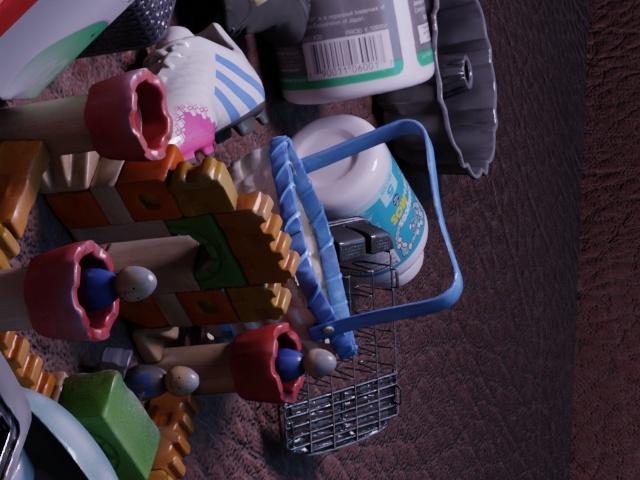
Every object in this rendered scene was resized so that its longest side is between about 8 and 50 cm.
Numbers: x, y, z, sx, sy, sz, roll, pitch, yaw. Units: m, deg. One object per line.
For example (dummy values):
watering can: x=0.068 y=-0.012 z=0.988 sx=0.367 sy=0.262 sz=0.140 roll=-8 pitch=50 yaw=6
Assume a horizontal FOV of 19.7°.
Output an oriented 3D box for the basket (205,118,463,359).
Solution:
basket: x=0.000 y=0.000 z=2.032 sx=0.201 sy=0.289 sz=0.255 roll=57 pitch=19 yaw=-48

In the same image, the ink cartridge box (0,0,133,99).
ink cartridge box: x=-0.237 y=-0.198 z=1.602 sx=0.056 sy=0.181 sz=0.225 roll=48 pitch=11 yaw=1

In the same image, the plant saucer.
plant saucer: x=-0.218 y=0.190 z=1.581 sx=0.037 sy=0.195 sz=0.195 roll=-38 pitch=127 yaw=-25

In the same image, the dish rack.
dish rack: x=0.009 y=0.120 z=2.257 sx=0.208 sy=0.074 sz=0.271 roll=-13 pitch=105 yaw=-36

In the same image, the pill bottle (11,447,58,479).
pill bottle: x=-0.252 y=0.266 z=1.554 sx=0.117 sy=0.117 sz=0.208 roll=-71 pitch=147 yaw=-49

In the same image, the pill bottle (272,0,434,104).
pill bottle: x=0.020 y=-0.366 z=2.344 sx=0.204 sy=0.204 sz=0.361 roll=-35 pitch=117 yaw=-67

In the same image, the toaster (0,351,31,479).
toaster: x=-0.318 y=0.141 z=1.425 sx=0.185 sy=0.110 sz=0.168 roll=-76 pitch=153 yaw=-43

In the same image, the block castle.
block castle: x=-0.151 y=0.087 z=1.742 sx=0.453 sy=0.213 sz=0.303 roll=64 pitch=28 yaw=-42

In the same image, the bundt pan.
bundt pan: x=0.169 y=-0.250 z=2.826 sx=0.331 sy=0.124 sz=0.331 roll=-6 pitch=90 yaw=-71

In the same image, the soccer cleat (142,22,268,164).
soccer cleat: x=-0.159 y=-0.149 z=1.968 sx=0.143 sy=0.116 sz=0.331 roll=64 pitch=21 yaw=-7

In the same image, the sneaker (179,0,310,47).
sneaker: x=-0.107 y=-0.282 z=2.156 sx=0.286 sy=0.109 sz=0.130 roll=36 pitch=60 yaw=-55

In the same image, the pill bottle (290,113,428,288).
pill bottle: x=0.053 y=-0.039 z=2.421 sx=0.264 sy=0.146 sz=0.146 roll=55 pitch=35 yaw=-53

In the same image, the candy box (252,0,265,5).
candy box: x=-0.129 y=-0.406 z=1.903 sx=0.316 sy=0.087 sz=0.183 roll=57 pitch=1 yaw=39

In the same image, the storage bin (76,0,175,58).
storage bin: x=-0.207 y=-0.275 z=1.822 sx=0.084 sy=0.122 sz=0.180 roll=61 pitch=30 yaw=-46
